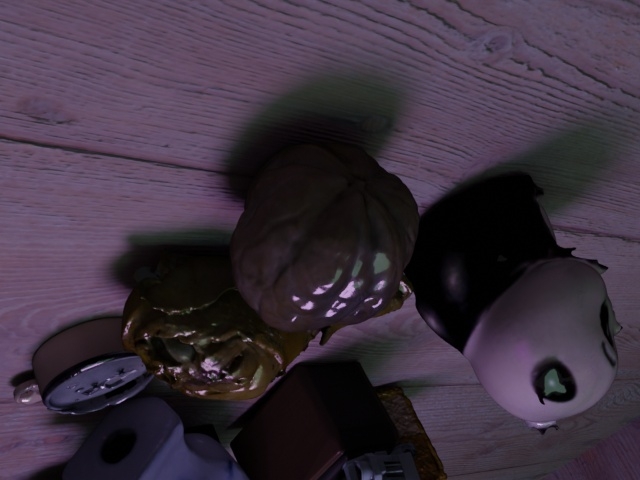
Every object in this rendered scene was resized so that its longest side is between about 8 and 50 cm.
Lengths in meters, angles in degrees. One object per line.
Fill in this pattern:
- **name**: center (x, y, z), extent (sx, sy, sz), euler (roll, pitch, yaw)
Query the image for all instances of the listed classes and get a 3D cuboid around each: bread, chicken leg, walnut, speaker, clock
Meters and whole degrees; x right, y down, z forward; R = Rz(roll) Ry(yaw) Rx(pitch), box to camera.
- **bread**: center (0.112, 0.383, 1.847), extent (0.181, 0.222, 0.096), euler (-13, 152, -31)
- **chicken leg**: center (-0.049, 0.081, 1.276), extent (0.429, 0.201, 0.153), euler (-14, 180, -33)
- **walnut**: center (0.000, 0.000, 1.115), extent (0.224, 0.224, 0.224), euler (-20, 152, -11)
- **speaker**: center (-0.010, 0.335, 1.702), extent (0.153, 0.192, 0.231), euler (3, 138, -43)
- **clock**: center (-0.287, 0.165, 1.307), extent (0.229, 0.063, 0.155), euler (-25, 152, 3)

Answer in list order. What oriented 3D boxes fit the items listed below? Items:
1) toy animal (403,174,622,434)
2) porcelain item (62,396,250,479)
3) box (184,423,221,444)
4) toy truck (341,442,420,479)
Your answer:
- **toy animal**: center (0.268, 0.097, 1.376), extent (0.251, 0.310, 0.251), euler (-20, 151, -12)
- **porcelain item**: center (-0.208, 0.429, 1.541), extent (0.242, 0.178, 0.405), euler (-55, 135, -32)
- **box**: center (-0.189, 0.347, 1.681), extent (0.053, 0.083, 0.024), euler (1, 138, -39)
- **toy truck**: center (0.082, 0.418, 1.621), extent (0.140, 0.108, 0.256), euler (-2, 140, -21)
